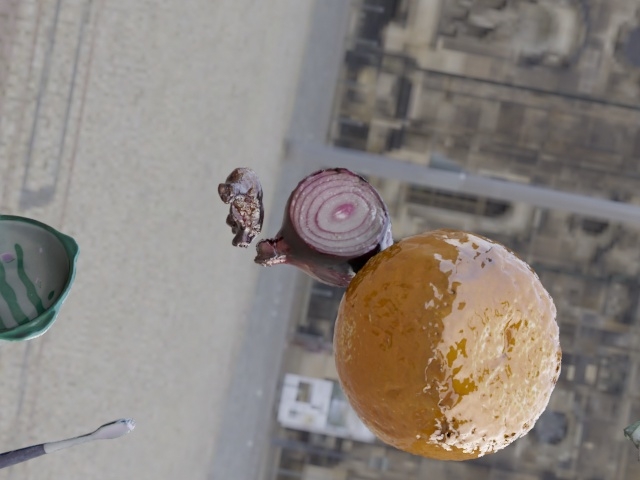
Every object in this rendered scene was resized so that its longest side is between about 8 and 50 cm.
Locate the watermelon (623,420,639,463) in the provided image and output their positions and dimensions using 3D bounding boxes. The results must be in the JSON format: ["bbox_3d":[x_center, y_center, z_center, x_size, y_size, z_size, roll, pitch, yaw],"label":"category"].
[{"bbox_3d":[0.375,0.245,1.052,0.310,0.193,0.231,63,-14,-14],"label":"watermelon"}]

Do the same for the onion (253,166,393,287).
[{"bbox_3d":[0.000,0.000,2.100,0.195,0.218,0.140,59,-12,26],"label":"onion"}]

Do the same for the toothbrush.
[{"bbox_3d":[-0.360,0.264,1.713,0.026,0.288,0.024,-40,111,-73],"label":"toothbrush"}]

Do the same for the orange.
[{"bbox_3d":[0.173,0.148,1.981,0.293,0.340,0.341,3,-99,52],"label":"orange"}]

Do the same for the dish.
[{"bbox_3d":[-0.406,0.068,1.659,0.224,0.246,0.078,54,-26,36],"label":"dish"}]

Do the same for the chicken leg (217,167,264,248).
[{"bbox_3d":[-0.102,-0.051,1.804,0.219,0.048,0.090,89,8,-69],"label":"chicken leg"}]
